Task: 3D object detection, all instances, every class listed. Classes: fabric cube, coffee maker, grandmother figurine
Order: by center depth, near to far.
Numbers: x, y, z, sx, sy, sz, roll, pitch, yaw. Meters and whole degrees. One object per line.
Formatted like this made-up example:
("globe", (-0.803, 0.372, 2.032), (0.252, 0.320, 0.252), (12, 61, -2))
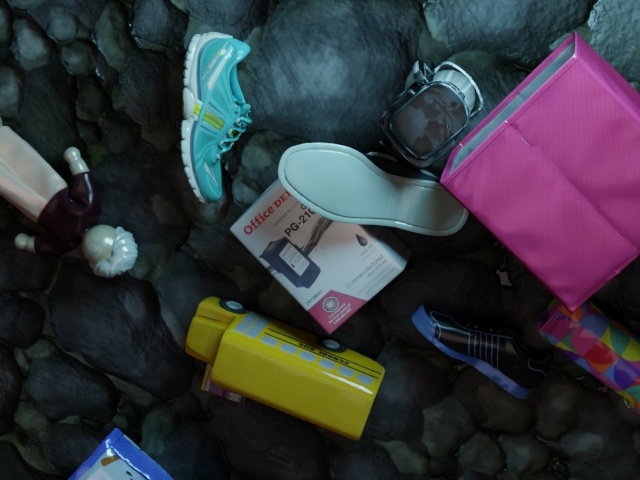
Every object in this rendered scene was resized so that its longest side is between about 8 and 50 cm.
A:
("fabric cube", (0.355, -0.103, 1.552), (0.258, 0.254, 0.259), (44, 111, -4))
("coffee maker", (0.155, -0.170, 1.619), (0.120, 0.178, 0.171), (28, 111, 5))
("grandmother figurine", (-0.452, -0.056, 1.849), (0.342, 0.104, 0.208), (38, 120, 3))

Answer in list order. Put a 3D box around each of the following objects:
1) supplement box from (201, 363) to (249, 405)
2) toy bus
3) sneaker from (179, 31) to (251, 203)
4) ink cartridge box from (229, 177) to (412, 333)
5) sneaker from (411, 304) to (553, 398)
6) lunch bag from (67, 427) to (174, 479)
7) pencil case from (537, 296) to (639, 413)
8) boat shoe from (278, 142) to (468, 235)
("supplement box", (-0.157, 0.240, 1.895), (0.083, 0.043, 0.055), (20, 110, 8))
("toy bus", (-0.066, 0.207, 1.815), (0.332, 0.130, 0.108), (21, 110, 7))
("sneaker", (-0.164, -0.188, 1.738), (0.110, 0.107, 0.275), (5, 108, 2))
("ink cartridge box", (0.000, 0.000, 1.751), (0.237, 0.100, 0.172), (46, 111, -3))
("sneaker", (0.260, 0.156, 1.751), (0.232, 0.081, 0.090), (32, 109, -5))
("lunch bag", (-0.344, 0.545, 1.936), (0.328, 0.239, 0.385), (41, 119, 1))
("pencil case", (0.444, 0.175, 1.699), (0.236, 0.104, 0.104), (40, 112, 1))
("boat shoe", (0.073, -0.078, 1.662), (0.302, 0.091, 0.114), (20, 100, -16))
